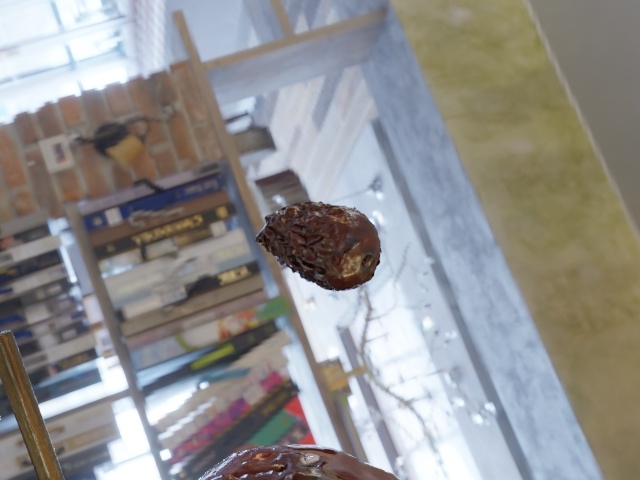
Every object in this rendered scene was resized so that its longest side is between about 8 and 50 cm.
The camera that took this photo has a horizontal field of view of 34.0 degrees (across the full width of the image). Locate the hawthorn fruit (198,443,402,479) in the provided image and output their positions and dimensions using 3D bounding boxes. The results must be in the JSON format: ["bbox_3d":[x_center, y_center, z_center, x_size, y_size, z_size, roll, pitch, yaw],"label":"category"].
[{"bbox_3d":[-0.018,0.253,0.709,0.307,0.276,0.276,80,-16,-46],"label":"hawthorn fruit"}]

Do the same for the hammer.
[{"bbox_3d":[-0.382,0.297,1.432,0.043,0.111,0.365,-152,-135,-76],"label":"hammer"}]

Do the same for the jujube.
[{"bbox_3d":[0.004,0.000,1.192,0.166,0.104,0.104,30,-40,47],"label":"jujube"}]
